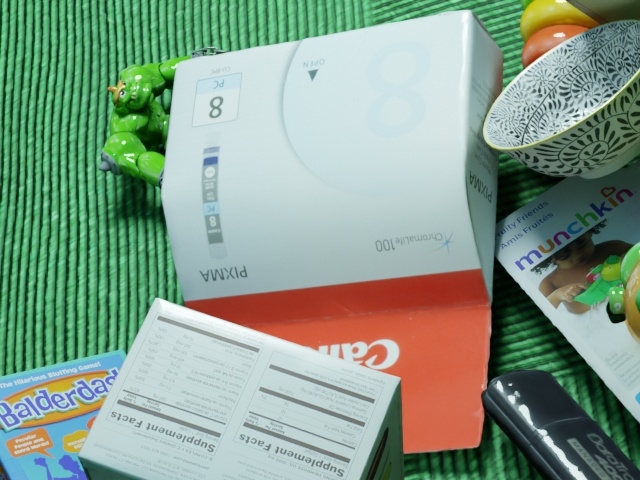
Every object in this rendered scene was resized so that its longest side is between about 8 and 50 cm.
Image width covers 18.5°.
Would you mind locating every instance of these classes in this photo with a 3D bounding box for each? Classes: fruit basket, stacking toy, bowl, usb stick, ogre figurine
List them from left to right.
[{"bbox_3d":[-0.156,-0.118,1.979,0.118,0.097,0.197,3,70,6],"label":"ogre figurine"},{"bbox_3d":[0.244,-0.219,1.850,0.141,0.141,0.330,-3,61,24],"label":"stacking toy"},{"bbox_3d":[0.232,-0.106,1.681,0.170,0.080,0.170,-32,23,16],"label":"bowl"},{"bbox_3d":[0.225,0.198,1.563,0.077,0.045,0.278,-5,37,-33],"label":"usb stick"},{"bbox_3d":[0.335,-0.013,1.609,0.327,0.165,0.353,-34,44,-2],"label":"fruit basket"}]

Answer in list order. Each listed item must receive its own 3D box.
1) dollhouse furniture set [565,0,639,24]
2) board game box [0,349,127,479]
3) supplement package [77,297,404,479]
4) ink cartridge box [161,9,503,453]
[{"bbox_3d":[0.345,-0.402,1.703,0.256,0.362,0.394,-5,72,38],"label":"dollhouse furniture set"},{"bbox_3d":[-0.209,0.192,1.737,0.160,0.047,0.210,-13,41,-26],"label":"board game box"},{"bbox_3d":[-0.051,0.194,1.531,0.204,0.262,0.145,18,63,13],"label":"supplement package"},{"bbox_3d":[0.000,0.000,1.749,0.308,0.091,0.385,-7,64,26],"label":"ink cartridge box"}]
